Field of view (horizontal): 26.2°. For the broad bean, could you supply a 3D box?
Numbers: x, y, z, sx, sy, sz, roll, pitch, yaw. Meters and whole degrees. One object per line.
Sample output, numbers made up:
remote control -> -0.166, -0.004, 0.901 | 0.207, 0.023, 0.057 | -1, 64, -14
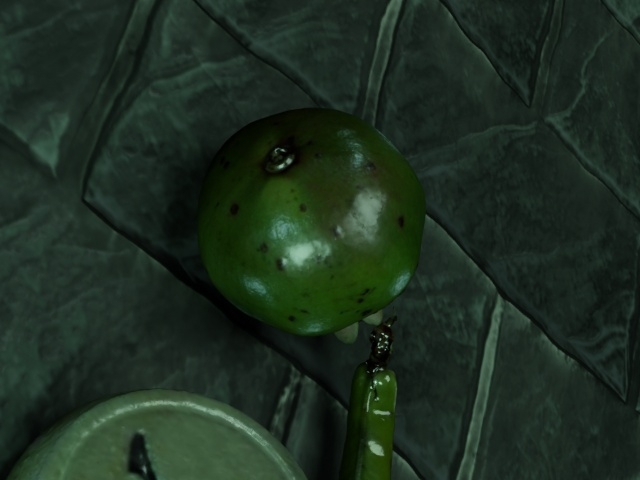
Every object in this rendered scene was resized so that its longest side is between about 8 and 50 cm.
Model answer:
broad bean -> 0.034, 0.217, 1.086 | 0.098, 0.056, 0.318 | 79, 14, -73

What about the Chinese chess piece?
Chinese chess piece -> -0.099, 0.207, 0.896 | 0.238, 0.092, 0.237 | 17, 49, -21

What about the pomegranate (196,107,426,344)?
pomegranate -> 0.000, 0.002, 1.103 | 0.225, 0.187, 0.187 | 65, 30, -54
